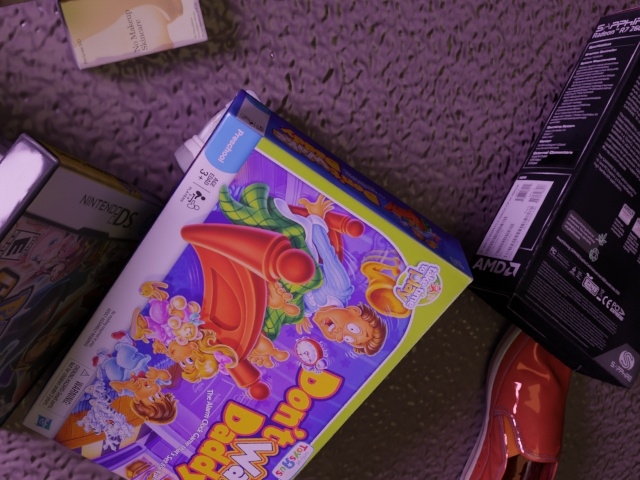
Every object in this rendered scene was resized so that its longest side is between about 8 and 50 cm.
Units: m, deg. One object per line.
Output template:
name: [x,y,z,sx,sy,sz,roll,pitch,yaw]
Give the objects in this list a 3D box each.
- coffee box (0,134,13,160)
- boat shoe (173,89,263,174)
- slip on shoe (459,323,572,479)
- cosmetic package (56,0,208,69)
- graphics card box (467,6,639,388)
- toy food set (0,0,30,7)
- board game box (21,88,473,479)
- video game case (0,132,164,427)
coffee box: [-0.339,-0.066,0.468,0.246,0.098,0.141,37,89,-38]
boat shoe: [-0.002,-0.002,0.721,0.103,0.118,0.320,-45,111,0]
slip on shoe: [0.264,0.236,0.918,0.122,0.101,0.332,11,100,-24]
cosmetic package: [-0.162,-0.190,0.630,0.115,0.041,0.060,-20,113,-17]
graphics card box: [0.338,-0.047,0.831,0.232,0.094,0.371,35,77,-29]
toy food set: [-0.139,-0.315,0.548,0.306,0.092,0.220,-23,115,-29]
board game box: [-0.071,0.080,0.641,0.233,0.078,0.347,33,111,-13]
video game case: [-0.246,0.059,0.570,0.035,0.248,0.275,37,89,6]
